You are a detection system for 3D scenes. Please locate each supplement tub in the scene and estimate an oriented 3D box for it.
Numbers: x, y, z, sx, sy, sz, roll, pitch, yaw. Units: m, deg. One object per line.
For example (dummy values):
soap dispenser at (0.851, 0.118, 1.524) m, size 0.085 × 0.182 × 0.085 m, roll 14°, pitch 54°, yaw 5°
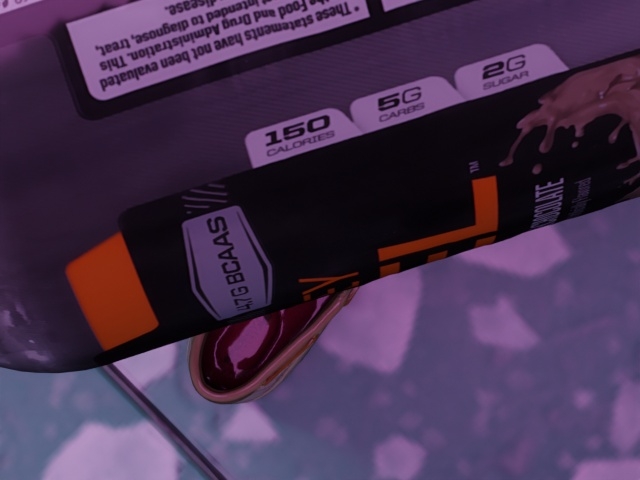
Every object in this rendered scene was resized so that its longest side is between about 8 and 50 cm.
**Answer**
supplement tub at (-0.009, -0.088, 0.524) m, size 0.338 × 0.207 × 0.207 m, roll -17°, pitch 95°, yaw -2°

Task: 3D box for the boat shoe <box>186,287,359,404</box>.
boat shoe at (0.000, 0.000, 0.634) m, size 0.050 × 0.045 × 0.135 m, roll 30°, pitch 98°, yaw 1°
